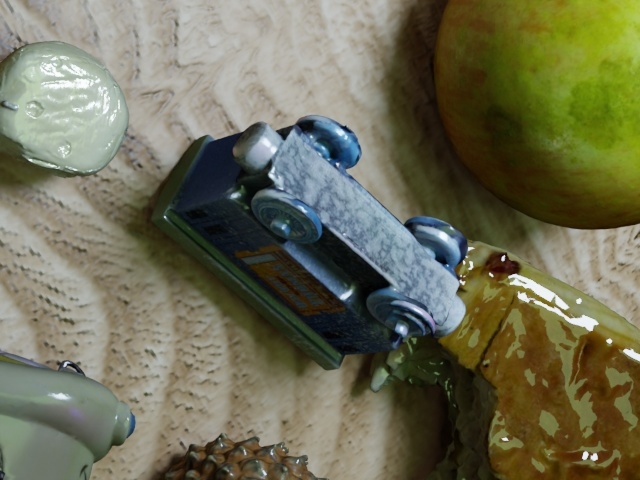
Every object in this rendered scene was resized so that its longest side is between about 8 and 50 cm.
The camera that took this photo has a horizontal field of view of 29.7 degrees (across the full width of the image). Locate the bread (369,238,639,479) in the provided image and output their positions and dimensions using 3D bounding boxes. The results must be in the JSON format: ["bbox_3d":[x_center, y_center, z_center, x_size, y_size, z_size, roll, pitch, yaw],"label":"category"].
[{"bbox_3d":[0.231,0.193,1.326,0.370,0.191,0.314,26,99,-2],"label":"bread"}]

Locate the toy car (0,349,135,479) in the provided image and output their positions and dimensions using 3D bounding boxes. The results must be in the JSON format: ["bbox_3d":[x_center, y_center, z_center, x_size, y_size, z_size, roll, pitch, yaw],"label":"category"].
[{"bbox_3d":[-0.323,0.189,0.963,0.336,0.226,0.242,24,82,-31],"label":"toy car"}]

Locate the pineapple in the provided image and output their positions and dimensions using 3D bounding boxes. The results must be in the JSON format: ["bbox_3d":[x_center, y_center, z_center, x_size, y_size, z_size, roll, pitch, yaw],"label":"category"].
[{"bbox_3d":[-0.065,0.265,1.155,0.166,0.193,0.166,-2,93,-35],"label":"pineapple"}]

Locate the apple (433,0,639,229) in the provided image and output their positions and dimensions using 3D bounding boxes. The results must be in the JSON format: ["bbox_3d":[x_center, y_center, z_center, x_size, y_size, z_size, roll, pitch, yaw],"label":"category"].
[{"bbox_3d":[0.294,-0.181,1.271,0.339,0.339,0.339,-4,98,-32],"label":"apple"}]

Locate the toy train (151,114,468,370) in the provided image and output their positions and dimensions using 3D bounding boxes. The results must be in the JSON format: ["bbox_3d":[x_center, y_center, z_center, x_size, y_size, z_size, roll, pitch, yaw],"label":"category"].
[{"bbox_3d":[0.000,0.000,1.166,0.300,0.202,0.131,43,56,-28],"label":"toy train"}]

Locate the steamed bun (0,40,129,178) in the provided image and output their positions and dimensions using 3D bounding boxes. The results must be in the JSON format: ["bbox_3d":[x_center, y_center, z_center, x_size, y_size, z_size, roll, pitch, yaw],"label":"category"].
[{"bbox_3d":[-0.236,-0.118,1.063,0.130,0.091,0.112,19,91,-35],"label":"steamed bun"}]
